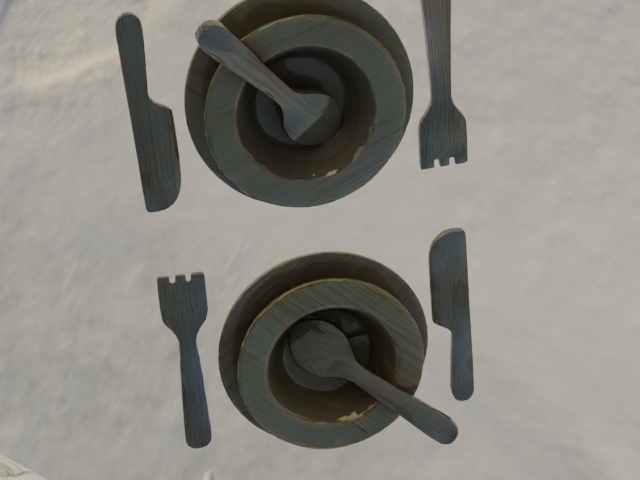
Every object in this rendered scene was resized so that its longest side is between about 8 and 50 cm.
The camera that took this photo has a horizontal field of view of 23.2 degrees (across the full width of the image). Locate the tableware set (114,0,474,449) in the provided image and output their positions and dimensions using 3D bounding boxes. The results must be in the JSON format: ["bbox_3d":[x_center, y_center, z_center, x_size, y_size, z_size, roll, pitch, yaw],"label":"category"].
[{"bbox_3d":[0.000,0.000,0.596,0.128,0.039,0.194,-10,115,-7],"label":"tableware set"}]

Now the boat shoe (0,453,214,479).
[{"bbox_3d":[-0.108,0.197,0.873,0.367,0.156,0.136,15,117,37],"label":"boat shoe"}]
